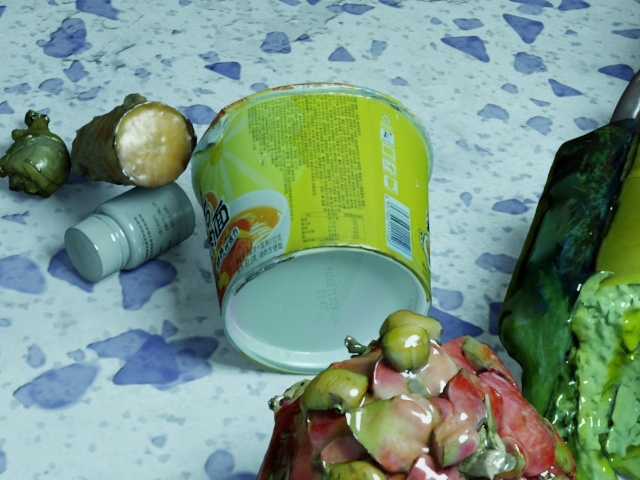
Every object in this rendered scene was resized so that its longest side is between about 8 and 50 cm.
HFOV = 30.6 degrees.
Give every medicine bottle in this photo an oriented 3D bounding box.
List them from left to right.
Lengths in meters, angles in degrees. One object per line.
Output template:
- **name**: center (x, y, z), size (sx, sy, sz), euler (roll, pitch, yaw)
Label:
- **medicine bottle**: center (-0.208, -0.012, 1.281), size (0.080, 0.080, 0.130), euler (34, 48, 29)

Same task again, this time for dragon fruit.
- **dragon fruit**: center (0.063, 0.189, 0.916), size (0.250, 0.291, 0.269), euler (-31, 51, -29)

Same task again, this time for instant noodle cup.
- **instant noodle cup**: center (0.000, 0.000, 1.184), size (0.264, 0.264, 0.200), euler (0, 49, -8)

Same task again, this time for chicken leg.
- **chicken leg**: center (-0.345, -0.109, 1.397), size (0.093, 0.070, 0.178), euler (-8, 34, -8)

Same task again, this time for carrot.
- **carrot**: center (-0.230, -0.103, 1.322), size (0.102, 0.102, 0.263), euler (-17, 10, -26)

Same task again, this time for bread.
- **bread**: center (0.316, 0.046, 1.147), size (0.208, 0.251, 0.376), euler (-9, 32, 27)

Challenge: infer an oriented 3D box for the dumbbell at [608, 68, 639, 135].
- **dumbbell**: center (0.475, -0.119, 1.460), size (0.225, 0.140, 0.124), euler (26, 76, 20)
